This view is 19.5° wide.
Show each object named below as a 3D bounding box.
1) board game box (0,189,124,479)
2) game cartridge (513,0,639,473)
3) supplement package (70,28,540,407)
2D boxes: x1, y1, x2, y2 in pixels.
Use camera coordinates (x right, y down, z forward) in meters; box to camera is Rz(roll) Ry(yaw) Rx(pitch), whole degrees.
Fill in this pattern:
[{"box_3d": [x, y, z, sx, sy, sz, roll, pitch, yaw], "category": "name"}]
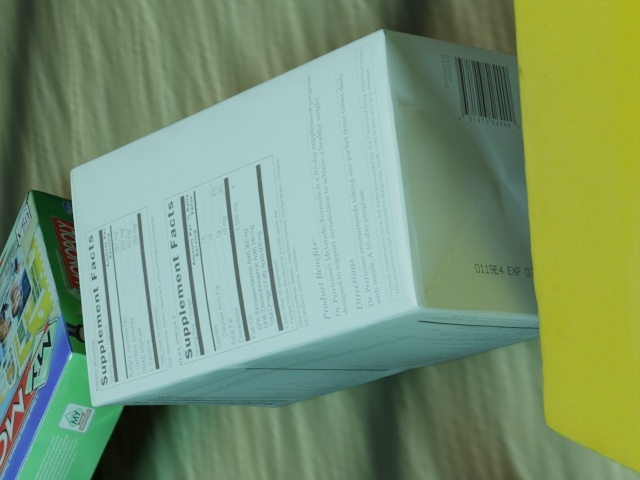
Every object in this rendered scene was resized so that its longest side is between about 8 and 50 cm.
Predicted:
[{"box_3d": [-0.208, 0.153, 1.167, 0.317, 0.046, 0.213, -64, 24, 19], "category": "board game box"}, {"box_3d": [0.193, -0.023, 0.720, 0.285, 0.053, 0.323, 24, 130, 46], "category": "game cartridge"}, {"box_3d": [0.000, 0.000, 0.948, 0.244, 0.139, 0.133, -19, 73, 43], "category": "supplement package"}]
